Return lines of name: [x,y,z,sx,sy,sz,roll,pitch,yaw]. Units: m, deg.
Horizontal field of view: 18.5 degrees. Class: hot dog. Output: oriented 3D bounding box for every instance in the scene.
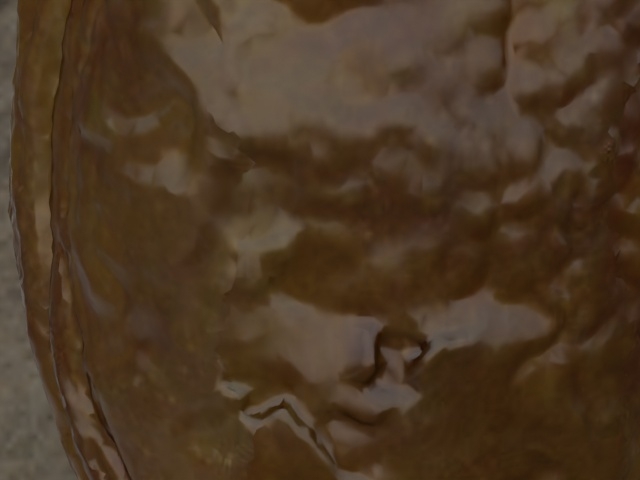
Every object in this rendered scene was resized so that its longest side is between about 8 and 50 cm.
hot dog: [0.025,-0.032,0.483,0.196,0.272,0.122,-6,17,-19]
